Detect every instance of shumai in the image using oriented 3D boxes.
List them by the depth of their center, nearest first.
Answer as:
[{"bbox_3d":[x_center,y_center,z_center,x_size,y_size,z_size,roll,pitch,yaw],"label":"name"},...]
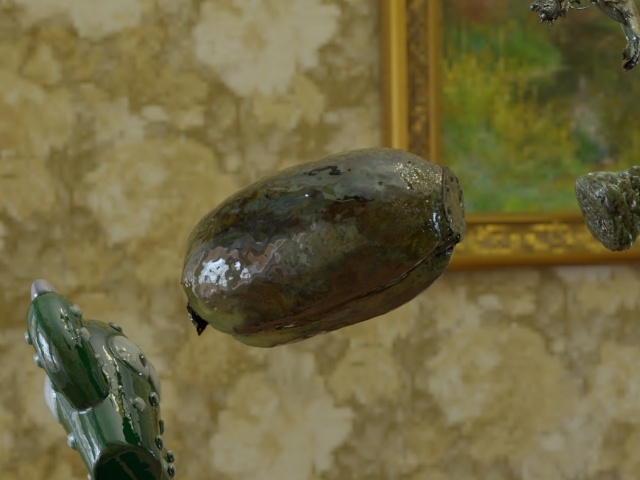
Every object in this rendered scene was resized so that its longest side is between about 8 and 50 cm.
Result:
[{"bbox_3d":[0.295,-0.040,1.436,0.080,0.082,0.083,-23,53,-15],"label":"shumai"}]

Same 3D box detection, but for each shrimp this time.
[{"bbox_3d":[0.303,-0.252,1.660,0.051,0.150,0.217,-43,-3,37],"label":"shrimp"}]

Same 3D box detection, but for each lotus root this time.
[{"bbox_3d":[0.000,0.000,1.399,0.275,0.160,0.152,-20,-38,12],"label":"lotus root"}]

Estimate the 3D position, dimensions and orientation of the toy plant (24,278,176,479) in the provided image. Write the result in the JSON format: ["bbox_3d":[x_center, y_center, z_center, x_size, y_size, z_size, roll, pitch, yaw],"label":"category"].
[{"bbox_3d":[-0.222,0.160,1.540,0.113,0.243,0.232,-29,-23,-2],"label":"toy plant"}]
